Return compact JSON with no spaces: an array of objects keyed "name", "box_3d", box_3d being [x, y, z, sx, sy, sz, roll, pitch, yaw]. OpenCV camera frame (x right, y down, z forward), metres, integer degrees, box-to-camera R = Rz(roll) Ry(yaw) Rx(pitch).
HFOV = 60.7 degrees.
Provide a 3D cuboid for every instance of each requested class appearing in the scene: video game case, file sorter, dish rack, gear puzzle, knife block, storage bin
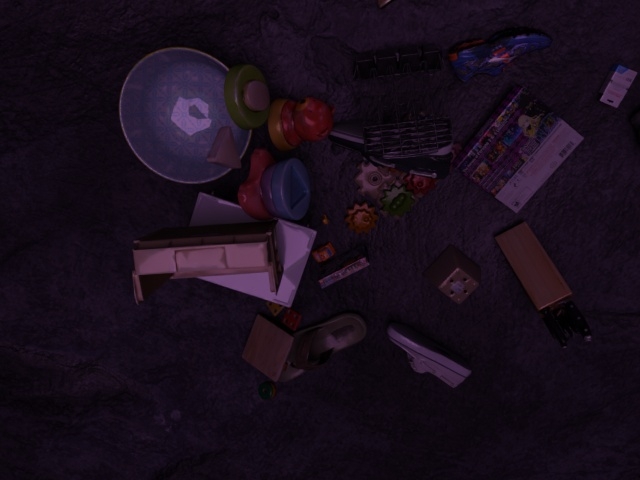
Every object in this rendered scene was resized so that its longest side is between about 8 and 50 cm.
[{"name":"video game case","box_3d":[0.459,-0.208,1.275,0.210,0.042,0.232,30,110,-20]},{"name":"file sorter","box_3d":[-0.170,0.006,1.321,0.277,0.173,0.193,19,102,-5]},{"name":"dish rack","box_3d":[0.177,-0.296,1.173,0.208,0.074,0.272,-6,71,6]},{"name":"gear puzzle","box_3d":[0.180,-0.146,1.324,0.175,0.044,0.339,41,107,-12]},{"name":"knife block","box_3d":[0.540,0.116,1.303,0.088,0.242,0.276,-30,107,12]},{"name":"storage bin","box_3d":[-0.215,0.038,1.109,0.262,0.260,0.123,-3,99,0]}]

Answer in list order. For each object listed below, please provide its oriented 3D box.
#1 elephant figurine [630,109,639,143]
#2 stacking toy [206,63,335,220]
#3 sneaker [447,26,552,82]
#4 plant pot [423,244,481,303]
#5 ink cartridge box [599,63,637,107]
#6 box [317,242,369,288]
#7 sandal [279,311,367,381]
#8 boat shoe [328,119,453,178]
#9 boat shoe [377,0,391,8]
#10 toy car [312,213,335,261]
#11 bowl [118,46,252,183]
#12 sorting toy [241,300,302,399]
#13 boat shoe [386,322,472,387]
[{"name":"elephant figurine","box_3d":[0.784,-0.234,1.161,0.169,0.239,0.186,-40,104,15]},{"name":"stacking toy","box_3d":[-0.082,-0.208,1.130,0.130,0.279,0.309,0,68,26]},{"name":"sneaker","box_3d":[0.396,-0.411,1.206,0.221,0.083,0.087,-11,123,12]},{"name":"plant pot","box_3d":[0.341,0.095,1.382,0.109,0.096,0.109,37,107,-11]},{"name":"ink cartridge box","box_3d":[0.667,-0.349,1.235,0.048,0.028,0.083,21,110,-5]},{"name":"box","box_3d":[0.058,0.064,1.383,0.137,0.094,0.027,-27,107,13]},{"name":"sandal","box_3d":[-0.014,0.289,1.475,0.302,0.086,0.120,-32,106,13]},{"name":"boat shoe","box_3d":[0.147,-0.204,1.236,0.302,0.114,0.091,19,129,28]},{"name":"boat shoe","box_3d":[0.167,-0.557,1.170,0.135,0.050,0.045,-44,100,6]},{"name":"toy car","box_3d":[0.000,0.000,1.390,0.060,0.040,0.122,-10,110,6]},{"name":"bowl","box_3d":[-0.284,-0.287,1.231,0.289,0.156,0.290,1,111,3]},{"name":"sorting toy","box_3d":[-0.129,0.277,1.466,0.132,0.046,0.275,27,102,31]},{"name":"boat shoe","box_3d":[0.280,0.314,1.474,0.267,0.096,0.088,29,105,-17]}]
